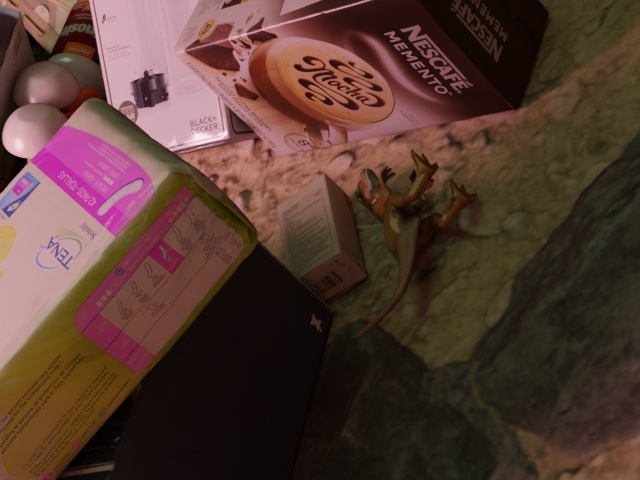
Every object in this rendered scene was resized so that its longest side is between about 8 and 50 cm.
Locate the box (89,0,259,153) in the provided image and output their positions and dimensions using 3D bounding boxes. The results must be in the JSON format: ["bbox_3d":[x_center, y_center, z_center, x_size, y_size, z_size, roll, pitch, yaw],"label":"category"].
[{"bbox_3d":[-0.149,-0.236,1.469,0.169,0.087,0.289,-10,91,39],"label":"box"}]

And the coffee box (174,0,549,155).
[{"bbox_3d":[0.034,-0.189,1.310,0.297,0.168,0.118,-8,50,44],"label":"coffee box"}]

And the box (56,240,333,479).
[{"bbox_3d":[-0.193,0.175,1.175,0.313,0.179,0.343,-16,45,36],"label":"box"}]

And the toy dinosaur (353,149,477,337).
[{"bbox_3d":[0.074,-0.005,1.191,0.112,0.064,0.211,-53,20,23],"label":"toy dinosaur"}]

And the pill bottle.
[{"bbox_3d":[-0.291,-0.223,1.772,0.086,0.086,0.152,-17,44,37],"label":"pill bottle"}]

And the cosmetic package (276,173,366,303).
[{"bbox_3d":[0.000,0.000,1.266,0.060,0.041,0.115,-33,36,20],"label":"cosmetic package"}]

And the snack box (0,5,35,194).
[{"bbox_3d":[-0.398,-0.085,1.613,0.187,0.060,0.321,100,-176,-70],"label":"snack box"}]

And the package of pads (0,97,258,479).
[{"bbox_3d":[-0.203,0.048,1.069,0.296,0.101,0.229,-49,33,-4],"label":"package of pads"}]

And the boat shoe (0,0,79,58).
[{"bbox_3d":[-0.398,-0.304,1.958,0.098,0.109,0.302,-52,40,-9],"label":"boat shoe"}]

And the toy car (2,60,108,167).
[{"bbox_3d":[-0.277,-0.104,1.610,0.136,0.159,0.182,0,41,-1],"label":"toy car"}]
